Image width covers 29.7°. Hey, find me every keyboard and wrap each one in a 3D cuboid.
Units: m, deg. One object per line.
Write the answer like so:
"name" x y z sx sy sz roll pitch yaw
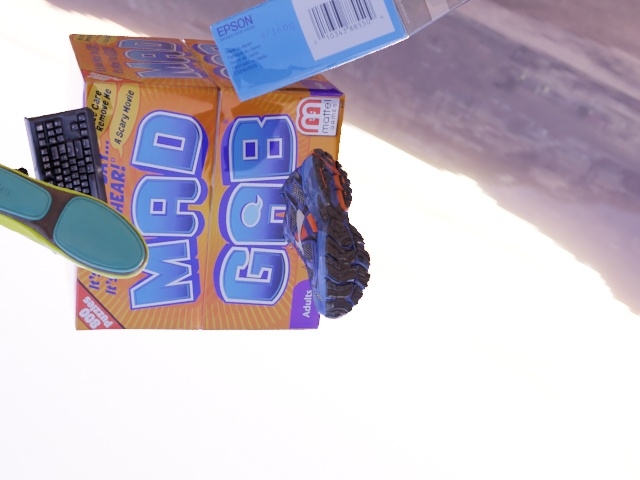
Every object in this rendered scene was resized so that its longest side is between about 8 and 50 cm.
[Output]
"keyboard" -0.308 -0.066 1.415 0.108 0.180 0.023 -12 -148 -15

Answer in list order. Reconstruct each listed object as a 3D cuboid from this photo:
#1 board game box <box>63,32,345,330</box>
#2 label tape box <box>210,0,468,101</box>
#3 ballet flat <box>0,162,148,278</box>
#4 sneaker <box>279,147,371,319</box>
"board game box" -0.194 -0.096 1.809 0.356 0.356 0.356 1 -161 -16
"label tape box" 0.047 -0.309 1.603 0.115 0.249 0.348 66 -151 -12
"ballet flat" -0.296 -0.022 1.354 0.231 0.077 0.077 26 162 0
"sneaker" 0.000 0.000 1.456 0.083 0.087 0.221 23 -133 -39
